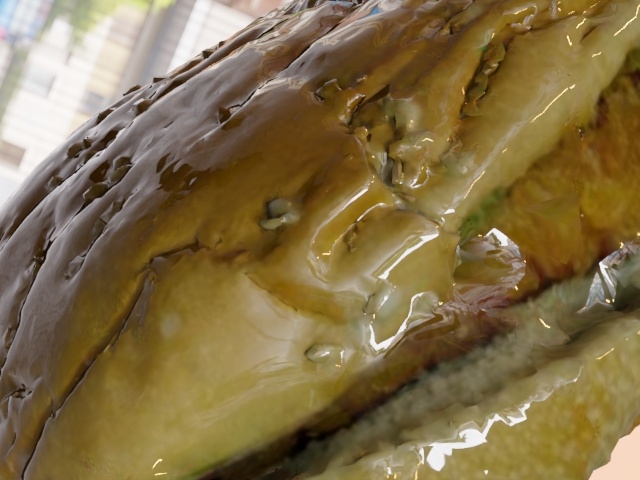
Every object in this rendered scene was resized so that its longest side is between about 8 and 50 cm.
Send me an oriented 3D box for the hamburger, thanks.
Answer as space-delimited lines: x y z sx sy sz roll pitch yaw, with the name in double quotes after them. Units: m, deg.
0.002 -0.001 0.522 0.265 0.134 0.285 -32 -174 -27 "hamburger"
